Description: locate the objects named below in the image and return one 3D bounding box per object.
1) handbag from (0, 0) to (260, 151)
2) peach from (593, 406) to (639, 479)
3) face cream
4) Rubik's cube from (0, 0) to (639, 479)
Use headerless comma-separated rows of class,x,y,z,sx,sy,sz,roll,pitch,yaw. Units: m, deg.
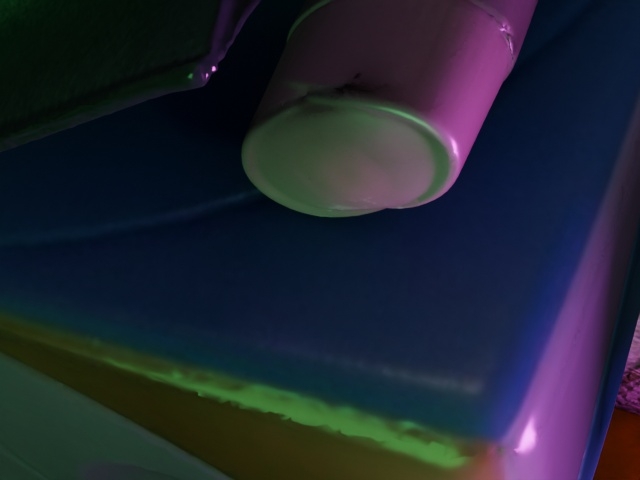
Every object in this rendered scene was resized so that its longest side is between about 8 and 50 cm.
handbag,-0.054,-0.167,0.504,0.238,0.326,0.089,-5,134,44
peach,0.240,0.292,1.090,0.372,0.290,0.373,22,160,9
face cream,0.057,-0.132,0.534,0.073,0.269,0.107,40,149,-27
Rubik's cube,0.000,0.000,0.717,0.352,0.352,0.347,12,150,16
